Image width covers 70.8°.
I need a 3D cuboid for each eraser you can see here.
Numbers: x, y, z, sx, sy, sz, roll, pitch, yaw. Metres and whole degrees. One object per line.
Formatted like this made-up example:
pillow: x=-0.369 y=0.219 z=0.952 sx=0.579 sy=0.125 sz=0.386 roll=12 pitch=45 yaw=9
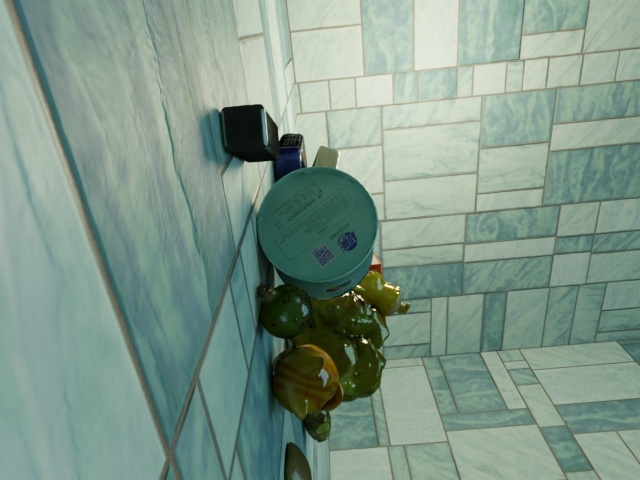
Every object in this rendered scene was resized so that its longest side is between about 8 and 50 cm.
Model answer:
eraser: x=-0.103 y=-0.281 z=1.618 sx=0.332 sy=0.101 sz=0.155 roll=-93 pitch=178 yaw=-65

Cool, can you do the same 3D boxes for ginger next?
ginger: x=-0.016 y=0.673 z=1.700 sx=0.157 sy=0.102 sz=0.217 roll=-144 pitch=-139 yaw=-60

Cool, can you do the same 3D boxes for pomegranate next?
pomegranate: x=-0.075 y=0.149 z=0.985 sx=0.130 sy=0.130 sz=0.131 roll=-5 pitch=90 yaw=-88

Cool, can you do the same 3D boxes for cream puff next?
cream puff: x=0.072 y=0.311 z=1.445 sx=0.276 sy=0.377 sz=0.378 roll=-54 pitch=-160 yaw=28

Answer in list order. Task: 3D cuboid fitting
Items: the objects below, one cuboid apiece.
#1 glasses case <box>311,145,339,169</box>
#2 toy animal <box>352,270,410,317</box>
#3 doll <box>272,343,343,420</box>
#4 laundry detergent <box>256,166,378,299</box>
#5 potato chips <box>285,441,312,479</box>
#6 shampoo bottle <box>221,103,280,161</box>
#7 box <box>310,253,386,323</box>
glasses case: x=-0.023 y=-0.172 z=1.624 sx=0.337 sy=0.076 sz=0.144 roll=116 pitch=-12 yaw=-49
toy animal: x=0.200 y=0.194 z=1.581 sx=0.156 sy=0.229 sz=0.156 roll=-155 pitch=-90 yaw=-86
doll: x=-0.037 y=0.345 z=1.119 sx=0.269 sy=0.162 sz=0.167 roll=45 pitch=53 yaw=-71
laundry detergent: x=0.000 y=0.000 z=1.181 sx=0.305 sy=0.286 sz=0.288 roll=78 pitch=7 yaw=-73
potato chips: x=-0.054 y=0.639 z=1.194 sx=0.208 sy=0.061 sz=0.196 roll=74 pitch=9 yaw=-69
shampoo bottle: x=-0.129 y=-0.202 z=0.889 sx=0.246 sy=0.079 sz=0.080 roll=-71 pitch=158 yaw=-86
box: x=0.069 y=0.203 z=1.811 sx=0.318 sy=0.348 sz=0.257 roll=-93 pitch=178 yaw=-82
